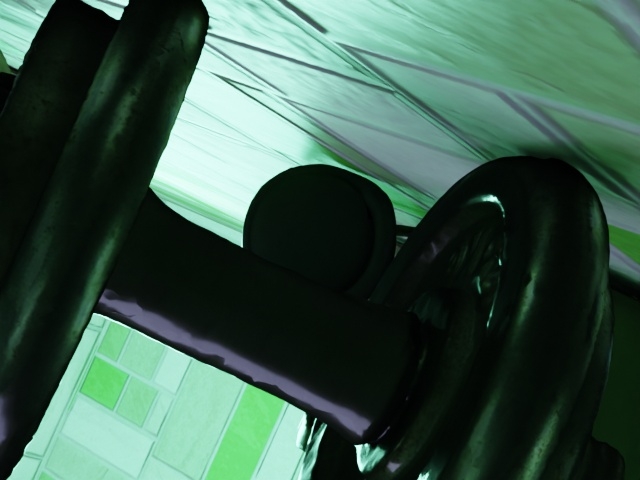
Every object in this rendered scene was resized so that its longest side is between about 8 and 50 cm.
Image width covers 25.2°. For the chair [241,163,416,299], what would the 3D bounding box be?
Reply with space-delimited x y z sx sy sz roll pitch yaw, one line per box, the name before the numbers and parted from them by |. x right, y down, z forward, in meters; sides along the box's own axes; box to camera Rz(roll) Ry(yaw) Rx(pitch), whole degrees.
chair | 0.001 0.001 0.912 0.095 0.104 0.221 41 -179 3

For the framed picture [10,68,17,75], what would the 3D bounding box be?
framed picture | -0.309 -0.154 1.384 0.296 0.019 0.232 25 178 -1

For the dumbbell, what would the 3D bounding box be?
dumbbell | -0.023 0.027 0.495 0.290 0.192 0.192 25 177 -10

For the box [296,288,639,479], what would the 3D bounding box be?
box | 0.127 0.102 0.879 0.252 0.178 0.329 23 176 1

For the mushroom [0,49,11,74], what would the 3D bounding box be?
mushroom | -0.354 -0.051 0.876 0.356 0.315 0.315 20 175 32

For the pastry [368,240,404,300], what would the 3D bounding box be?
pastry | 0.064 0.053 1.233 0.265 0.112 0.103 8 156 33
